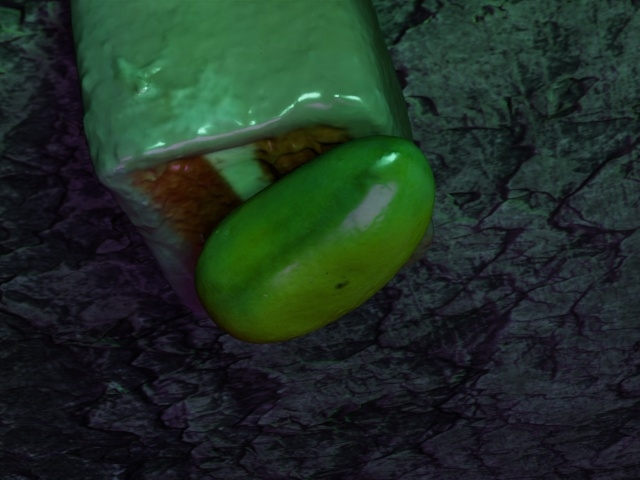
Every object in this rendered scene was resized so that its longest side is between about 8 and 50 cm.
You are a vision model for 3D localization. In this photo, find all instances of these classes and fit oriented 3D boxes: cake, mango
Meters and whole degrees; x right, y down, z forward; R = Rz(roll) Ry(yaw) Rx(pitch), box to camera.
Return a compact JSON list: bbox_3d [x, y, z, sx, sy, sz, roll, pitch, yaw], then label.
[{"bbox_3d":[-0.055,-0.105,1.353,0.237,0.230,0.309,-16,154,6],"label":"cake"},{"bbox_3d":[0.003,0.002,1.244,0.237,0.091,0.137,-31,151,33],"label":"mango"}]
